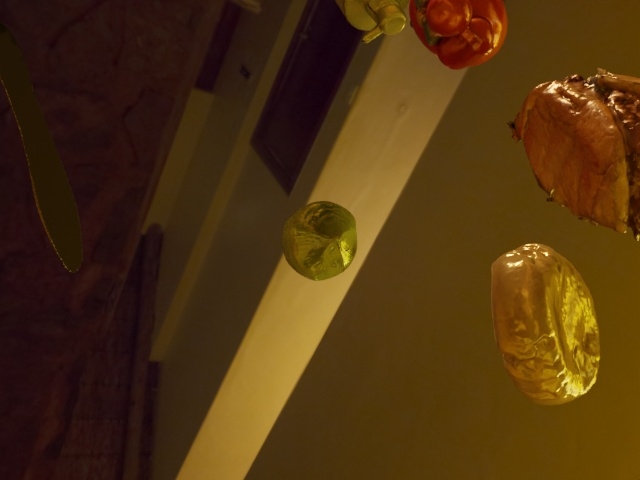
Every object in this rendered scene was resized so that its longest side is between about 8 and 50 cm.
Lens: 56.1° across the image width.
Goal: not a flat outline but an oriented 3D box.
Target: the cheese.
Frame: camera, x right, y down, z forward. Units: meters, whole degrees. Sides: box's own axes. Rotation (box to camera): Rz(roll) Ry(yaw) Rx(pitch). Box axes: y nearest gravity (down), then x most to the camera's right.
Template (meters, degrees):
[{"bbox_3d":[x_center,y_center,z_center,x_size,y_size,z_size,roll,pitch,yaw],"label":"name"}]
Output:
[{"bbox_3d":[0.330,0.121,0.894,0.214,0.117,0.226,50,-139,-28],"label":"cheese"}]

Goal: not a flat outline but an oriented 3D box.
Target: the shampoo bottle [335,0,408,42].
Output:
[{"bbox_3d":[0.040,-0.330,0.721,0.085,0.085,0.262,9,-136,-37],"label":"shampoo bottle"}]

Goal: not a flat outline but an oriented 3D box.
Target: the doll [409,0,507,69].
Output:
[{"bbox_3d":[0.204,-0.334,0.899,0.161,0.130,0.290,45,-153,-14],"label":"doll"}]

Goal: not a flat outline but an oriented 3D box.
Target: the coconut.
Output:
[{"bbox_3d":[0.000,0.000,0.658,0.088,0.087,0.096,16,175,-24],"label":"coconut"}]

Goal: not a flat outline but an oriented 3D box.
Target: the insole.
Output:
[{"bbox_3d":[-0.282,-0.089,0.603,0.005,0.253,0.086,-11,-164,1],"label":"insole"}]

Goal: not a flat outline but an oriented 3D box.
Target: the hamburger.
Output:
[{"bbox_3d":[0.381,-0.125,0.792,0.156,0.282,0.245,-5,165,-10],"label":"hamburger"}]
